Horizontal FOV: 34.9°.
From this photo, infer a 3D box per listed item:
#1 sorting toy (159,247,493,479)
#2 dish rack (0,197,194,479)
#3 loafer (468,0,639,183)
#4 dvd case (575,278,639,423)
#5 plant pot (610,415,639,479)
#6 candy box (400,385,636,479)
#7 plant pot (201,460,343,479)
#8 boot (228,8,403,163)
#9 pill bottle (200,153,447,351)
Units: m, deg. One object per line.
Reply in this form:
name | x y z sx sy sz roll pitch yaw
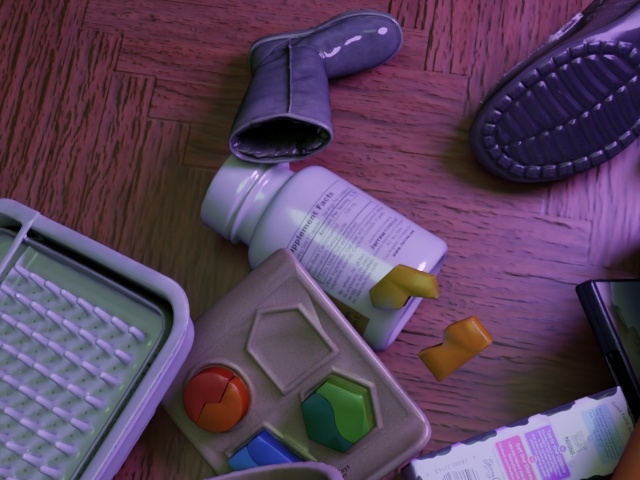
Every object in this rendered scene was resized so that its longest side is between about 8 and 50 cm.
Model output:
sorting toy | -0.007 0.126 0.950 0.307 0.041 0.229 -41 83 20
dish rack | -0.287 0.128 0.980 0.333 0.072 0.285 22 73 34
loafer | 0.316 -0.191 1.090 0.366 0.130 0.133 -34 109 1
dvd case | 0.331 0.153 0.955 0.022 0.180 0.253 -30 71 33
plant pot | 0.308 0.196 0.771 0.205 0.205 0.188 37 82 12
candy box | 0.180 0.206 0.938 0.196 0.165 0.070 -19 75 -3
plant pot | -0.091 0.387 0.827 0.334 0.334 0.305 -19 92 -3
boot | 0.000 -0.162 1.045 0.190 0.208 0.076 -16 117 7
pill bottle | 0.000 0.000 1.024 0.229 0.131 0.131 32 77 11
